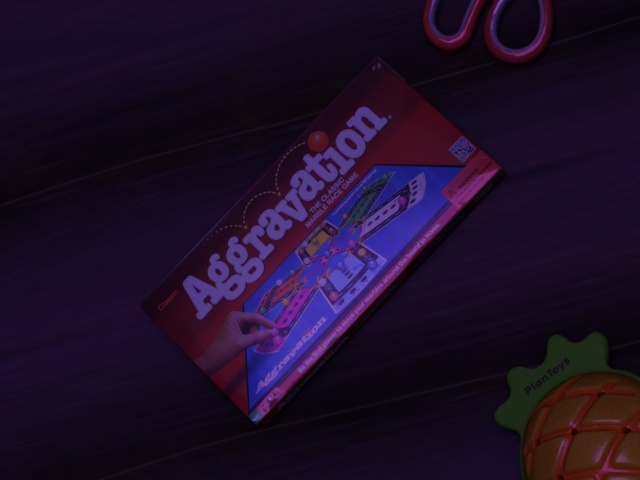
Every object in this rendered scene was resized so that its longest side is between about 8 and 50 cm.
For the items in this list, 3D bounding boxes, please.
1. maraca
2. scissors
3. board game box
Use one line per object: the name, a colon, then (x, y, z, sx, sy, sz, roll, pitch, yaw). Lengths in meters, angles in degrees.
maraca: (0.199, 0.146, 1.461, 0.127, 0.099, 0.186, -38, 47, 7)
scissors: (0.186, -0.276, 1.598, 0.109, 0.021, 0.297, 26, 86, 20)
board game box: (0.000, 0.000, 1.579, 0.281, 0.027, 0.145, -47, 70, 0)
